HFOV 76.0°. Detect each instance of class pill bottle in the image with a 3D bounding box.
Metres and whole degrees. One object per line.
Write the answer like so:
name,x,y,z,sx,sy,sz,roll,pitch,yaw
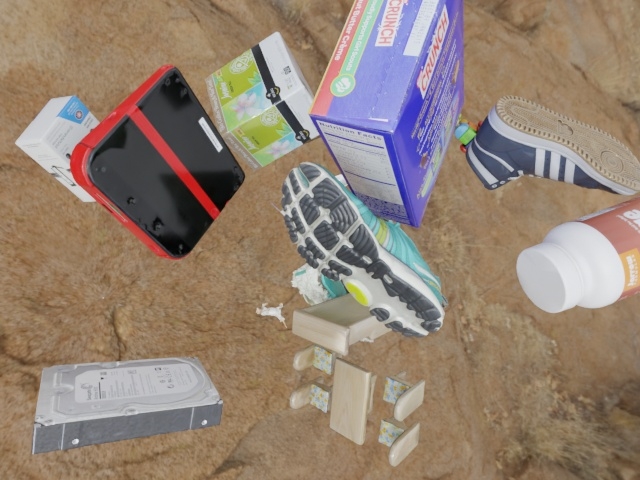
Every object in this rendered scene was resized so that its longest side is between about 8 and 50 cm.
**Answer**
pill bottle,0.392,0.020,0.561,0.216,0.121,0.121,-19,92,-9

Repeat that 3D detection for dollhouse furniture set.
dollhouse furniture set,0.065,0.371,1.122,0.257,0.362,0.393,-8,106,-49

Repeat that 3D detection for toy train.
toy train,0.546,-0.437,1.551,0.143,0.105,0.248,40,36,-3

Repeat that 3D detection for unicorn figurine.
unicorn figurine,-0.206,0.315,1.799,0.162,0.111,0.060,18,51,-11

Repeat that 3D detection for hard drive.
hard drive,-0.409,0.333,0.885,0.339,0.237,0.064,5,98,-30

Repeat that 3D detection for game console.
game console,-0.367,-0.168,1.009,0.342,0.060,0.386,-60,147,-24

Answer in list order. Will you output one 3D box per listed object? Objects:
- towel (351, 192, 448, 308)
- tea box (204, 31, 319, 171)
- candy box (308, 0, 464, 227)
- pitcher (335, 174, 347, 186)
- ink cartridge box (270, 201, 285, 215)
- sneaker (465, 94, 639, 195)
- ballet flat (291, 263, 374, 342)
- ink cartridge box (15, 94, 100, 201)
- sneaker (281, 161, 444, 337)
towel,0.225,0.026,1.227,0.040,0.271,0.370,-41,118,0
tea box,-0.194,-0.484,1.447,0.220,0.324,0.328,44,21,-56
candy box,0.124,-0.202,0.618,0.268,0.122,0.317,-68,157,-11
pitcher,0.034,-0.198,1.915,0.178,0.207,0.125,-6,42,-29
ink cartridge box,0.000,0.000,1.392,0.072,0.307,0.303,-43,140,3
sneaker,0.402,-0.136,0.734,0.282,0.153,0.099,26,60,0
ballet flat,0.045,0.196,1.297,0.147,0.147,0.409,-57,131,-22
ink cartridge box,-0.566,-0.209,0.964,0.203,0.086,0.148,61,34,-52
sneaker,0.058,0.008,0.536,0.275,0.107,0.110,47,37,-11
